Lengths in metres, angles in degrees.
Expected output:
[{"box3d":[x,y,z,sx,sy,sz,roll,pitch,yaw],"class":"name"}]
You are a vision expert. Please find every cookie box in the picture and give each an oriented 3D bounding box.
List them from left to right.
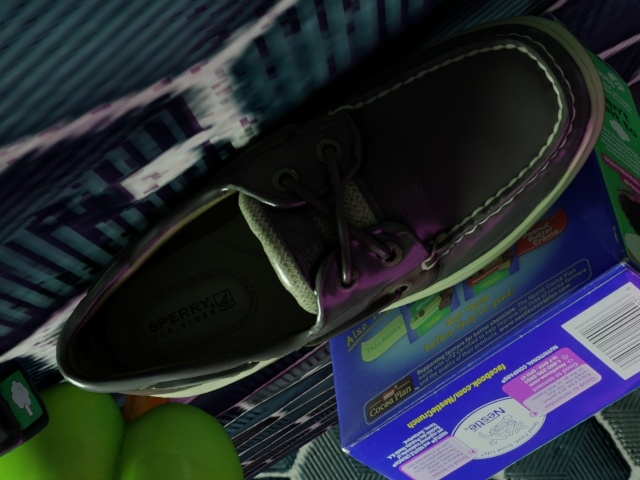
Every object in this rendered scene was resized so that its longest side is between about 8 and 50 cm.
[{"box3d":[0.047,0.003,0.456,0.092,0.040,0.107,-36,-145,24],"class":"cookie box"}]

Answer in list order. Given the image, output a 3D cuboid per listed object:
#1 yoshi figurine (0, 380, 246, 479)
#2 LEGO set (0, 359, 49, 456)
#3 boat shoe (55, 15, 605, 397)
[{"box3d":[-0.094,0.193,0.662,0.203,0.203,0.362,-20,151,-17],"class":"yoshi figurine"},{"box3d":[-0.175,0.088,0.395,0.244,0.060,0.182,-29,-176,-14],"class":"LEGO set"},{"box3d":[0.000,0.000,0.410,0.152,0.056,0.049,-36,177,24],"class":"boat shoe"}]
